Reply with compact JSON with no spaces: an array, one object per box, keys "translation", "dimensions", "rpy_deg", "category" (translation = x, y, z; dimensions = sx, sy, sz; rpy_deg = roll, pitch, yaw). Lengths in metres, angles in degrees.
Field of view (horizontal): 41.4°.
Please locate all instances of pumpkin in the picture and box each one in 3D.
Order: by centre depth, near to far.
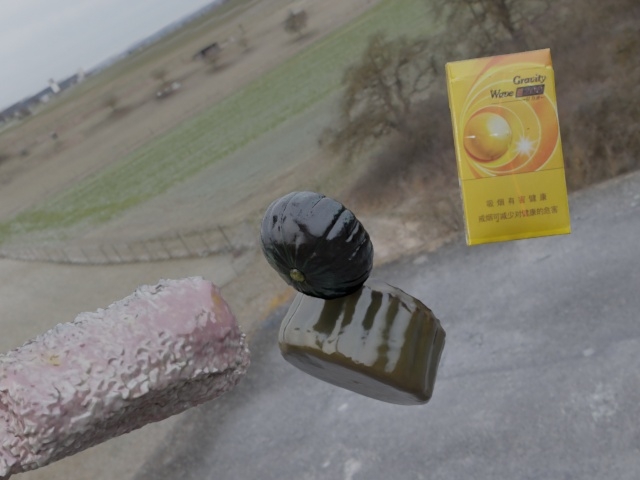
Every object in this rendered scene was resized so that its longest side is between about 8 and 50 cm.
[{"translation":[-0.007,0.008,1.350],"dimensions":[0.194,0.194,0.150],"rpy_deg":[3,68,60],"category":"pumpkin"}]

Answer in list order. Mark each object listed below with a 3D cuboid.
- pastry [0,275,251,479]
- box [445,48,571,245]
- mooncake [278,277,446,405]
[{"translation":[-0.175,0.108,0.671],"dimensions":[0.265,0.103,0.112],"rpy_deg":[-26,-28,-27],"category":"pastry"},{"translation":[0.272,-0.134,1.231],"dimensions":[0.152,0.269,0.043],"rpy_deg":[-8,3,2],"category":"box"},{"translation":[0.075,0.175,1.497],"dimensions":[0.290,0.290,0.161],"rpy_deg":[-5,58,54],"category":"mooncake"}]
